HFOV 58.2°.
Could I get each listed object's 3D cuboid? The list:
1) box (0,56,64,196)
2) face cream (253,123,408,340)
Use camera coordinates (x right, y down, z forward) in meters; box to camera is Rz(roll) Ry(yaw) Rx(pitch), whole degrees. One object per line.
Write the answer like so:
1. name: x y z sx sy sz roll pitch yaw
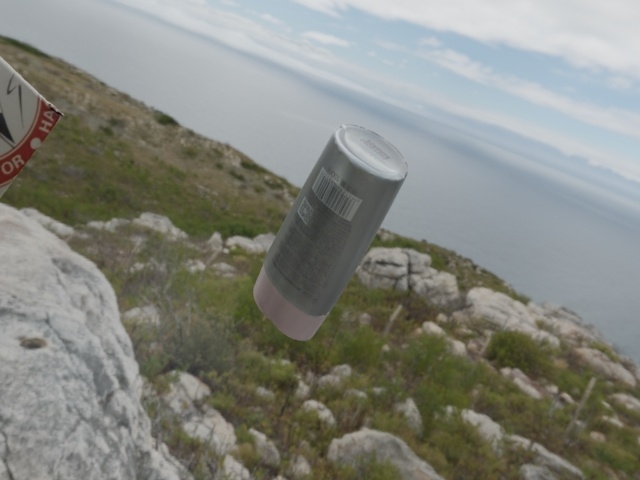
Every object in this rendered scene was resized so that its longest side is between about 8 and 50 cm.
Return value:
1. box: -0.347 -0.011 0.357 0.069 0.353 0.214 20 -18 25
2. face cream: 0.000 0.000 0.658 0.073 0.269 0.107 -22 60 -44
